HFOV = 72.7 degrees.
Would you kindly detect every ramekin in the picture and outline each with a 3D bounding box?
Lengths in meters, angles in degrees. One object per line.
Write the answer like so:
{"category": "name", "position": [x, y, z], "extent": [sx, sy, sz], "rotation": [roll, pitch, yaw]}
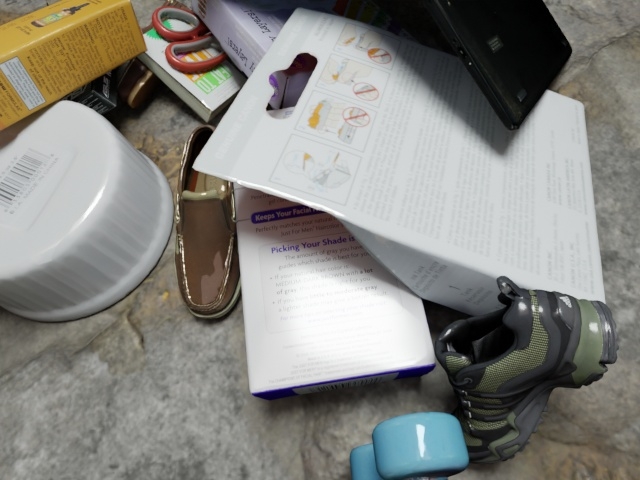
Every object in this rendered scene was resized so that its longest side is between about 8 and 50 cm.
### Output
{"category": "ramekin", "position": [-0.348, -0.046, 0.558], "extent": [0.278, 0.135, 0.276], "rotation": [-2, 67, 4]}

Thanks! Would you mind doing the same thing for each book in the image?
{"category": "book", "position": [-0.192, -0.262, 0.657], "extent": [0.144, 0.035, 0.096], "rotation": [42, 60, -9]}

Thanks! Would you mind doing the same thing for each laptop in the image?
{"category": "laptop", "position": [0.099, -0.320, 0.592], "extent": [0.407, 0.236, 0.382], "rotation": [54, 46, -6]}

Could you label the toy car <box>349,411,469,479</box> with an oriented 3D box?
{"category": "toy car", "position": [0.162, 0.267, 0.353], "extent": [0.238, 0.210, 0.219], "rotation": [-1, 55, -9]}

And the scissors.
{"category": "scissors", "position": [-0.126, -0.343, 0.697], "extent": [0.297, 0.021, 0.109], "rotation": [-32, 86, -35]}

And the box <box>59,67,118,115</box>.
{"category": "box", "position": [-0.389, -0.244, 0.664], "extent": [0.191, 0.045, 0.184], "rotation": [-19, 62, 22]}

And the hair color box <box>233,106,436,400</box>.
{"category": "hair color box", "position": [0.000, 0.000, 0.522], "extent": [0.186, 0.110, 0.338], "rotation": [-9, 68, 0]}

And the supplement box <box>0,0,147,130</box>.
{"category": "supplement box", "position": [-0.335, -0.225, 0.532], "extent": [0.078, 0.080, 0.233], "rotation": [33, 63, 24]}

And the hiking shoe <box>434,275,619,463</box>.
{"category": "hiking shoe", "position": [0.152, 0.121, 0.405], "extent": [0.114, 0.226, 0.086], "rotation": [23, 35, 3]}

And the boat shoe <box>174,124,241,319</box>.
{"category": "boat shoe", "position": [-0.150, -0.032, 0.555], "extent": [0.095, 0.095, 0.257], "rotation": [-8, 66, 2]}

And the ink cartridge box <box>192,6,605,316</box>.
{"category": "ink cartridge box", "position": [0.103, -0.096, 0.491], "extent": [0.386, 0.091, 0.307], "rotation": [19, 56, 1]}

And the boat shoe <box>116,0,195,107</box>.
{"category": "boat shoe", "position": [-0.265, -0.300, 0.688], "extent": [0.073, 0.073, 0.206], "rotation": [34, 62, -17]}

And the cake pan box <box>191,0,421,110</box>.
{"category": "cake pan box", "position": [-0.019, -0.309, 0.638], "extent": [0.246, 0.070, 0.266], "rotation": [-24, 66, -27]}
